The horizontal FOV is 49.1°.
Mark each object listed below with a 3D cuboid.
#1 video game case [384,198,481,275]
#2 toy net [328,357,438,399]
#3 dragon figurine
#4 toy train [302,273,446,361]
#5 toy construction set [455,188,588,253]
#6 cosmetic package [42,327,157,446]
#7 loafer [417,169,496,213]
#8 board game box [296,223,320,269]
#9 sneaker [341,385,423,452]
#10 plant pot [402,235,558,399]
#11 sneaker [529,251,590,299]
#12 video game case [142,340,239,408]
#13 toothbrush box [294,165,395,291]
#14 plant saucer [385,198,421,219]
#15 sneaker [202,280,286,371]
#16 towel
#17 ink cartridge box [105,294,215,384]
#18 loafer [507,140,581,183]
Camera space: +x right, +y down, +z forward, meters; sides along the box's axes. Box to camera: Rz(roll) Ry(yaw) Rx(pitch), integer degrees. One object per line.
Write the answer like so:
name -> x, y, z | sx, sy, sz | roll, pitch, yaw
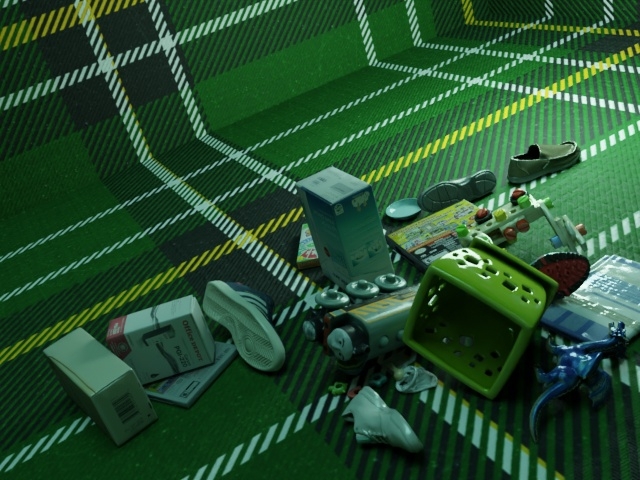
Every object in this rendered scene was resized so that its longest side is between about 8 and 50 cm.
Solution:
video game case -> 0.351, -0.013, 1.944 | 0.275, 0.035, 0.248 | -24, 28, -11
toy net -> 0.131, 0.289, 1.492 | 0.232, 0.045, 0.122 | 1, 31, 31
dragon figurine -> 0.483, 0.249, 1.300 | 0.144, 0.085, 0.289 | -2, 32, 39
toy train -> 0.128, 0.173, 1.556 | 0.334, 0.142, 0.190 | -13, 24, -36
toy construction set -> 0.481, -0.013, 1.736 | 0.328, 0.151, 0.215 | -16, 28, 3
cosmetic package -> -0.525, 0.338, 1.659 | 0.113, 0.160, 0.309 | -34, 31, -29
loafer -> 0.404, -0.142, 2.120 | 0.268, 0.096, 0.084 | -19, 6, -18
board game box -> 0.000, 0.000, 2.129 | 0.124, 0.039, 0.259 | -12, 25, 9
sneaker -> 0.113, 0.364, 1.347 | 0.094, 0.080, 0.212 | -38, 25, -13
plant pot -> 0.330, 0.138, 1.410 | 0.228, 0.227, 0.207 | 33, 43, 22
sneaker -> 0.469, 0.088, 1.575 | 0.262, 0.104, 0.125 | -25, 7, 15
video game case -> -0.330, 0.319, 1.729 | 0.193, 0.023, 0.212 | 3, 34, 34
toothbrush box -> 0.066, -0.020, 1.837 | 0.126, 0.295, 0.216 | -27, 30, -17
plant saucer -> 0.262, -0.093, 2.160 | 0.119, 0.021, 0.119 | -13, 26, 7
sneaker -> -0.155, 0.200, 1.757 | 0.148, 0.131, 0.350 | 2, 27, -39
towel -> 0.624, 0.134, 1.511 | 0.285, 0.034, 0.209 | -32, 33, -24
ink cartridge box -> -0.383, 0.245, 1.697 | 0.218, 0.158, 0.092 | -18, 26, -1
loafer -> 0.685, -0.254, 2.143 | 0.251, 0.087, 0.094 | -24, 28, -12
